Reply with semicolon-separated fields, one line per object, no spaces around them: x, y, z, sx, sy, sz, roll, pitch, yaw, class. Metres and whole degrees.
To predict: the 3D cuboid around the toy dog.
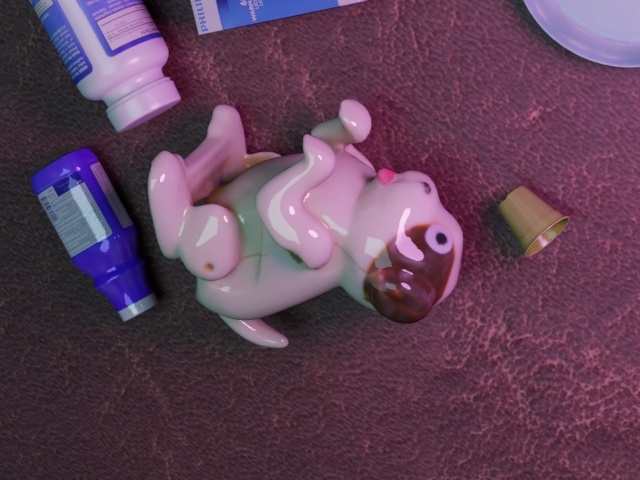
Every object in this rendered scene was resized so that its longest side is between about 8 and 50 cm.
0.000;0.000;1.917;0.407;0.284;0.396;5;108;22;toy dog

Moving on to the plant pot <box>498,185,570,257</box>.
0.294;-0.033;1.888;0.079;0.083;0.083;50;120;18;plant pot

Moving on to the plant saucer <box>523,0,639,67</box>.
0.406;-0.385;1.740;0.317;0.043;0.318;8;110;23;plant saucer

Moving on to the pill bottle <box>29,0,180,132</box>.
-0.325;-0.308;2.042;0.152;0.152;0.272;-26;94;29;pill bottle

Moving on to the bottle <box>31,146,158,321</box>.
-0.358;-0.006;2.184;0.118;0.092;0.283;-27;93;30;bottle

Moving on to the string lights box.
-0.041;-0.357;1.904;0.259;0.133;0.077;-7;103;26;string lights box
